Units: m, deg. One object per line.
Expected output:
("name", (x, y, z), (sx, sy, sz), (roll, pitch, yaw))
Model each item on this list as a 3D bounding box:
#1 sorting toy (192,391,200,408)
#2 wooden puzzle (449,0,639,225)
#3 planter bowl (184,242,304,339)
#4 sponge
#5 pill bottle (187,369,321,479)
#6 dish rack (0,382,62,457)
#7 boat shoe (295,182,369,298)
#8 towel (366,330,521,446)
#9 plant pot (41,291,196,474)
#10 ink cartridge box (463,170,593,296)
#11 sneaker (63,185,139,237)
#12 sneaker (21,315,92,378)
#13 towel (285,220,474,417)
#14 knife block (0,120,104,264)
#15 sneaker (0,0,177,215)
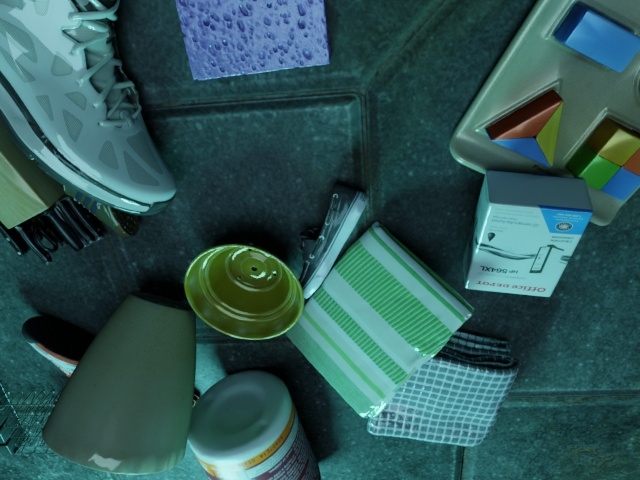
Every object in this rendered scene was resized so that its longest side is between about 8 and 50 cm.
("sorting toy", (-0.326, 0.390, 1.134), (0.061, 0.042, 0.102), (39, 116, -18))
("wooden puzzle", (0.413, -0.205, 0.705), (0.322, 0.080, 0.347), (22, 120, -9))
("planter bowl", (-0.131, 0.074, 0.900), (0.217, 0.090, 0.217), (4, 123, 6))
("sponge", (-0.094, -0.305, 0.704), (0.210, 0.031, 0.117), (-4, 121, 7))
("pill bottle", (-0.125, 0.504, 1.085), (0.224, 0.224, 0.392), (-11, 119, 10))
("dish rack", (-0.662, 0.436, 1.169), (0.272, 0.074, 0.208), (-1, 122, 2))
("boat shoe", (0.000, 0.000, 0.859), (0.076, 0.080, 0.228), (28, 119, -4))
("towel", (0.233, 0.301, 1.000), (0.284, 0.121, 0.235), (8, 121, -1))
("plant pot", (-0.342, 0.245, 0.922), (0.257, 0.256, 0.274), (17, 85, -7))
("ink cartridge box", (0.326, -0.005, 0.795), (0.148, 0.086, 0.203), (5, 136, 8))
("sneaker", (-0.394, -0.087, 0.841), (0.086, 0.064, 0.192), (-9, 120, 17))
("sneaker", (-0.526, 0.277, 1.050), (0.270, 0.090, 0.145), (30, 116, -17))
("towel", (0.094, 0.155, 0.906), (0.248, 0.038, 0.325), (44, 121, 17))
("knife block", (-0.488, -0.097, 0.823), (0.242, 0.088, 0.275), (17, 120, -8))
("sneaker", (-0.322, -0.250, 0.671), (0.257, 0.169, 0.447), (-33, 112, 23))
